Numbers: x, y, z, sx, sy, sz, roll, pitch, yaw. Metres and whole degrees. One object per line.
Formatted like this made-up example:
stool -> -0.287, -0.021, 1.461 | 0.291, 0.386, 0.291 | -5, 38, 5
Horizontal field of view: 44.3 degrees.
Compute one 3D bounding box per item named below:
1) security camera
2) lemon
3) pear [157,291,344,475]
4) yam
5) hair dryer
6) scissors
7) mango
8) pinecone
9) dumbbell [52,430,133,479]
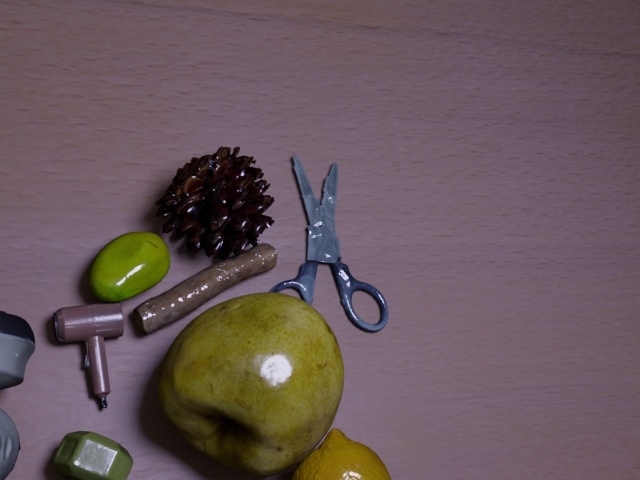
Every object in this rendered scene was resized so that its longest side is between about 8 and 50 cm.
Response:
security camera -> -0.541, 0.255, 1.189 | 0.197, 0.191, 0.277 | -7, 68, 10
lemon -> 0.034, 0.441, 1.326 | 0.187, 0.187, 0.244 | -4, 81, -22
pear -> -0.103, 0.223, 1.314 | 0.304, 0.304, 0.303 | 8, 65, -17
yam -> -0.208, 0.084, 1.458 | 0.300, 0.066, 0.066 | -28, 80, -28
hair dryer -> -0.389, 0.199, 1.348 | 0.117, 0.064, 0.181 | -6, 76, -23
scissors -> 0.000, 0.000, 1.592 | 0.256, 0.029, 0.383 | 1, 70, -19
mango -> -0.343, 0.042, 1.402 | 0.117, 0.089, 0.163 | 39, 45, 25
pinecone -> -0.184, -0.065, 1.453 | 0.222, 0.221, 0.221 | 8, 65, -17
dumbbell -> -0.398, 0.445, 1.207 | 0.108, 0.121, 0.301 | 42, 55, -34
